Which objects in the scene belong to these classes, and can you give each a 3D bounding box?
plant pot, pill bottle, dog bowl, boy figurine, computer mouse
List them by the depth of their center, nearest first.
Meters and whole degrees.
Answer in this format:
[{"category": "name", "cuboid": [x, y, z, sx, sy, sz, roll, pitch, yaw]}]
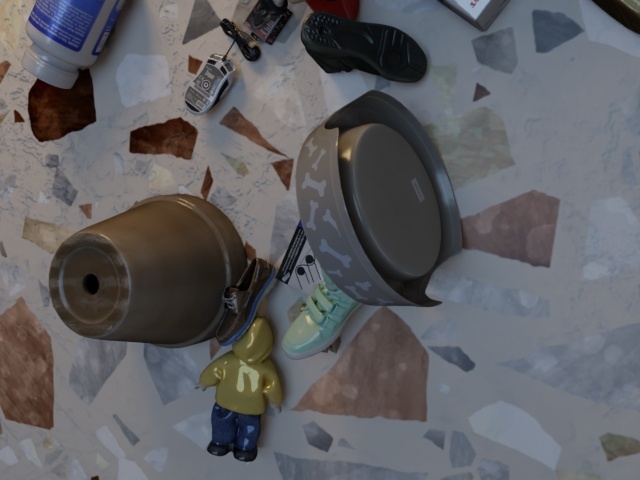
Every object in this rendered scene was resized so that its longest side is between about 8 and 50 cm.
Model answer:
[{"category": "dog bowl", "cuboid": [0.096, -0.056, 1.004, 0.102, 0.349, 0.349, -17, 87, 36]}, {"category": "plant pot", "cuboid": [-0.349, 0.067, 1.223, 0.323, 0.280, 0.323, 1, 93, 24]}, {"category": "boy figurine", "cuboid": [-0.158, 0.283, 1.251, 0.177, 0.092, 0.285, 9, 96, 3]}, {"category": "computer mouse", "cuboid": [-0.203, -0.334, 1.265, 0.106, 0.042, 0.193, 40, 102, 11]}, {"category": "pill bottle", "cuboid": [-0.518, -0.463, 1.328, 0.152, 0.152, 0.272, 39, 107, 16]}]

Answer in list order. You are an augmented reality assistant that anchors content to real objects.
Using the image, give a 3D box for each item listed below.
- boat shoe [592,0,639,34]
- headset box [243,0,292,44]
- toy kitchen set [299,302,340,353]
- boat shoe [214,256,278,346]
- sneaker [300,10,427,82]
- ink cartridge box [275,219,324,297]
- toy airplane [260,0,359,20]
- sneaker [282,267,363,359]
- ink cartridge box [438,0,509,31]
[{"category": "boat shoe", "cuboid": [0.420, -0.435, 0.968, 0.285, 0.104, 0.089, 43, 104, 4]}, {"category": "headset box", "cuboid": [-0.104, -0.423, 1.220, 0.062, 0.032, 0.083, 43, 107, 15]}, {"category": "toy kitchen set", "cuboid": [-0.005, 0.175, 1.202, 0.075, 0.083, 0.068, 4, 136, 23]}, {"category": "boat shoe", "cuboid": [-0.155, 0.114, 1.220, 0.066, 0.066, 0.183, 7, 61, 52]}, {"category": "sneaker", "cuboid": [0.074, -0.336, 1.131, 0.227, 0.130, 0.087, 13, 94, -6]}, {"category": "ink cartridge box", "cuboid": [0.000, 0.000, 1.196, 0.097, 0.046, 0.207, 27, 103, 18]}, {"category": "toy airplane", "cuboid": [-0.034, -0.602, 1.052, 0.386, 0.272, 0.384, 34, 138, 4]}, {"category": "sneaker", "cuboid": [0.004, 0.086, 1.108, 0.256, 0.151, 0.094, -44, 45, -2]}, {"category": "ink cartridge box", "cuboid": [0.234, -0.462, 1.049, 0.191, 0.082, 0.139, 42, 108, 17]}]
